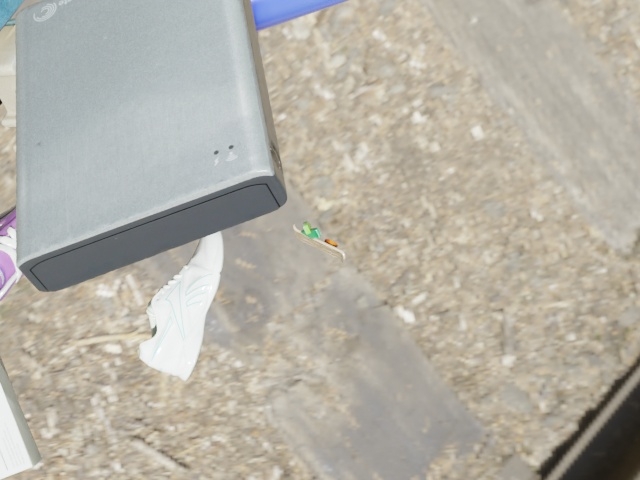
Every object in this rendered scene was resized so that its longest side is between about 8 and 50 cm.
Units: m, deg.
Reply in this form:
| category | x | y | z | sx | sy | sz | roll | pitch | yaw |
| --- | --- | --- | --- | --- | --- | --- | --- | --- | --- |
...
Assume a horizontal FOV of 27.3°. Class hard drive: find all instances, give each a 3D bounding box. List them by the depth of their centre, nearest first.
| category | x | y | z | sx | sy | sz | roll | pitch | yaw |
| --- | --- | --- | --- | --- | --- | --- | --- | --- | --- |
| hard drive | -0.066 | -0.052 | 0.485 | 0.022 | 0.094 | 0.135 | 59 | 15 | -47 |

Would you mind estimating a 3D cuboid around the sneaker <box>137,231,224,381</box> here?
| category | x | y | z | sx | sy | sz | roll | pitch | yaw |
| --- | --- | --- | --- | --- | --- | --- | --- | --- | --- |
| sneaker | -0.130 | 0.053 | 1.253 | 0.061 | 0.054 | 0.152 | 17 | 73 | -4 |

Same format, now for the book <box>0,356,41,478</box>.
| category | x | y | z | sx | sy | sz | roll | pitch | yaw |
| --- | --- | --- | --- | --- | --- | --- | --- | --- | --- |
| book | -0.273 | 0.131 | 0.888 | 0.144 | 0.035 | 0.096 | -21 | 91 | 5 |

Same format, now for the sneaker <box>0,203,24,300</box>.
| category | x | y | z | sx | sy | sz | roll | pitch | yaw |
| --- | --- | --- | --- | --- | --- | --- | --- | --- | --- |
| sneaker | -0.368 | 0.000 | 1.694 | 0.282 | 0.161 | 0.102 | -37 | 110 | 13 |

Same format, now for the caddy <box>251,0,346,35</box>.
| category | x | y | z | sx | sy | sz | roll | pitch | yaw |
| --- | --- | --- | --- | --- | --- | --- | --- | --- | --- |
| caddy | -0.077 | -0.368 | 1.381 | 0.179 | 0.241 | 0.341 | -15 | 48 | 2 |

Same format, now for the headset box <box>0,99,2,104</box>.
| category | x | y | z | sx | sy | sz | roll | pitch | yaw |
| --- | --- | --- | --- | --- | --- | --- | --- | --- | --- |
| headset box | -0.590 | -0.270 | 1.860 | 0.293 | 0.218 | 0.110 | 35 | 24 | -27 |

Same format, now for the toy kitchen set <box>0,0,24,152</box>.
| category | x | y | z | sx | sy | sz | roll | pitch | yaw |
| --- | --- | --- | --- | --- | --- | --- | --- | --- | --- |
| toy kitchen set | -0.200 | -0.171 | 1.144 | 0.122 | 0.166 | 0.207 | -68 | 149 | -42 |

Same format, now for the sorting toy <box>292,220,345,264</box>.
| category | x | y | z | sx | sy | sz | roll | pitch | yaw |
| --- | --- | --- | --- | --- | --- | --- | --- | --- | --- |
| sorting toy | 0.000 | 0.000 | 1.297 | 0.062 | 0.083 | 0.012 | 30 | 83 | 5 |
